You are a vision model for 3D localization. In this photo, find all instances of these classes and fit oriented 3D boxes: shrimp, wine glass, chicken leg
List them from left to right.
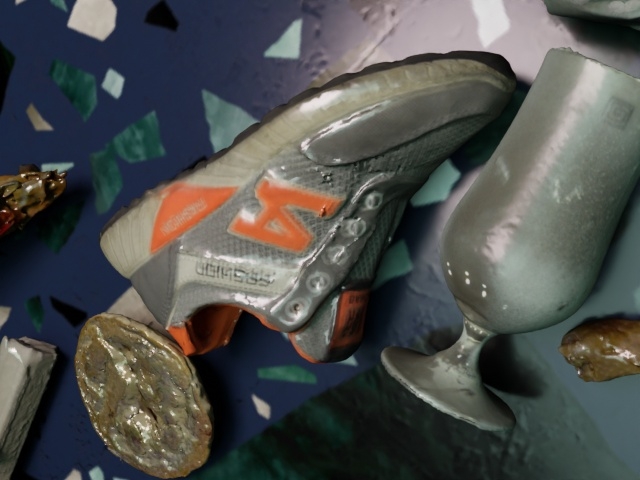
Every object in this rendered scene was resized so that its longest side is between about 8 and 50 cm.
[{"bbox_3d":[-0.345,0.003,0.738,0.294,0.154,0.062,-28,108,16],"label":"shrimp"},{"bbox_3d":[0.134,-0.001,0.531,0.103,0.103,0.231,31,101,21],"label":"wine glass"},{"bbox_3d":[0.240,0.066,0.500,0.198,0.085,0.069,-9,112,38],"label":"chicken leg"}]

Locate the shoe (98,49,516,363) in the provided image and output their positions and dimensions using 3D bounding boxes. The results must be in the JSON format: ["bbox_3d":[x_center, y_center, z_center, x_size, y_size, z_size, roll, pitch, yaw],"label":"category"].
[{"bbox_3d":[0.000,0.000,0.585,0.336,0.132,0.171,-26,86,25],"label":"shoe"}]

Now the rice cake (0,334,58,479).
[{"bbox_3d":[-0.309,0.200,0.768,0.052,0.057,0.256,29,103,23],"label":"rice cake"}]

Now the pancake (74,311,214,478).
[{"bbox_3d":[-0.149,0.129,0.692,0.158,0.028,0.158,14,116,31],"label":"pancake"}]

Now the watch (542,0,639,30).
[{"bbox_3d":[0.213,-0.252,0.475,0.241,0.161,0.253,0,91,38],"label":"watch"}]
